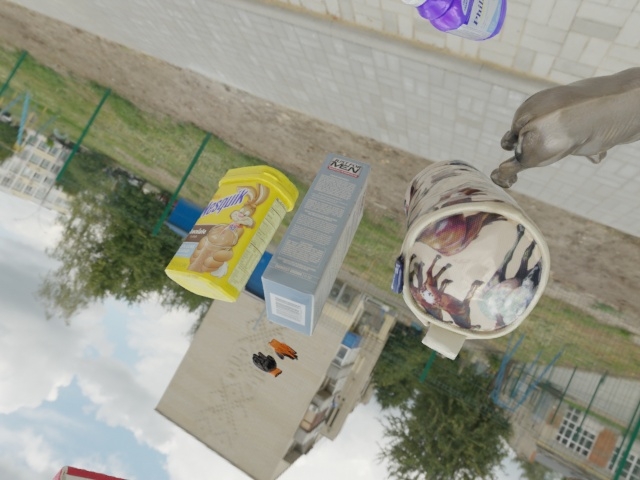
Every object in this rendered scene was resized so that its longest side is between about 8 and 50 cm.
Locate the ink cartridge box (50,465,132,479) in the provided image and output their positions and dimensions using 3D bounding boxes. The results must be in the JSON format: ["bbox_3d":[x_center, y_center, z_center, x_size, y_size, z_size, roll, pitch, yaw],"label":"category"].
[{"bbox_3d":[-0.178,0.295,0.327,0.172,0.237,0.100,36,-166,-32],"label":"ink cartridge box"}]

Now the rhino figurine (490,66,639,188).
[{"bbox_3d":[0.292,-0.127,0.441,0.106,0.243,0.073,86,166,-74],"label":"rhino figurine"}]

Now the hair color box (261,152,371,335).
[{"bbox_3d":[0.000,0.000,1.011,0.113,0.375,0.186,19,145,11],"label":"hair color box"}]

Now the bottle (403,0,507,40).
[{"bbox_3d":[0.277,-0.492,0.919,0.282,0.118,0.092,-8,-162,-40],"label":"bottle"}]

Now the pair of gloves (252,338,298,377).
[{"bbox_3d":[-0.090,0.234,0.893,0.074,0.010,0.083,25,-143,30],"label":"pair of gloves"}]

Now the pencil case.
[{"bbox_3d":[0.196,-0.012,0.659,0.159,0.184,0.410,33,-159,1],"label":"pencil case"}]

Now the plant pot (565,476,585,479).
[{"bbox_3d":[0.360,0.448,0.518,0.215,0.231,0.215,23,177,1],"label":"plant pot"}]

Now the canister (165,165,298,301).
[{"bbox_3d":[-0.117,-0.010,0.594,0.126,0.170,0.073,3,147,44],"label":"canister"}]
